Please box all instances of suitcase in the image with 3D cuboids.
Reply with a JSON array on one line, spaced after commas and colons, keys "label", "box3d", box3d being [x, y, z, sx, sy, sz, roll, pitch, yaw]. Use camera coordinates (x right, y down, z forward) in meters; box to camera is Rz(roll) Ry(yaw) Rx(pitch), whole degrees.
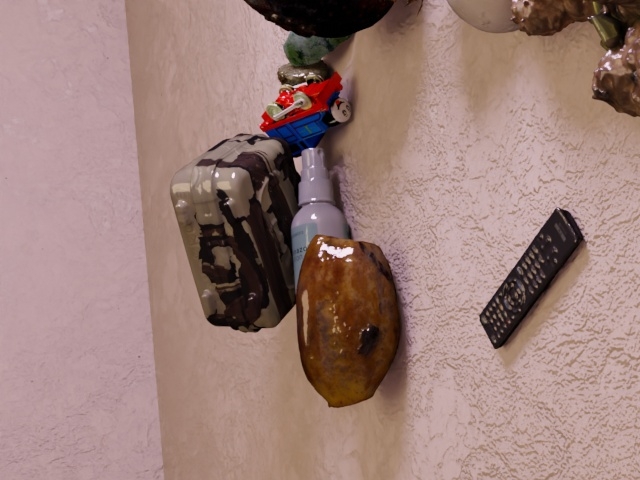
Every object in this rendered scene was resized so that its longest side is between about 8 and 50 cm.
[{"label": "suitcase", "box3d": [-0.135, -0.027, 2.005, 0.339, 0.194, 0.351, -47, -50, -56]}]

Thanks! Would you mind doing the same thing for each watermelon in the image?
[{"label": "watermelon", "box3d": [-0.011, -0.421, 1.988, 0.187, 0.071, 0.139, -21, 48, 43]}]

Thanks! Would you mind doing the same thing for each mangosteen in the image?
[{"label": "mangosteen", "box3d": [-0.002, -0.492, 1.701, 0.330, 0.330, 0.330, -179, 90, -67]}]

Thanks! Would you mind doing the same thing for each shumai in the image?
[{"label": "shumai", "box3d": [-0.033, -0.309, 2.059, 0.124, 0.099, 0.087, -118, 17, -66]}]

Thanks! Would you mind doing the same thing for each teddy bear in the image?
[{"label": "teddy bear", "box3d": [0.305, -0.218, 1.077, 0.296, 0.246, 0.222, 9, 64, 33]}]

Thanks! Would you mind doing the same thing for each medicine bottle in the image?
[{"label": "medicine bottle", "box3d": [0.000, 0.000, 1.928, 0.110, 0.110, 0.351, 146, 121, -63]}]

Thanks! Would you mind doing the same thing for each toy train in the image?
[{"label": "toy train", "box3d": [-0.024, -0.244, 1.987, 0.204, 0.131, 0.082, -13, 36, 51]}]

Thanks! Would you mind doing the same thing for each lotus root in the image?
[{"label": "lotus root", "box3d": [0.050, 0.139, 1.749, 0.193, 0.193, 0.291, 168, 105, -67]}]

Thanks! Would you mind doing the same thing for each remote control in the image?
[{"label": "remote control", "box3d": [0.277, 0.056, 1.372, 0.245, 0.025, 0.063, 117, 145, -45]}]

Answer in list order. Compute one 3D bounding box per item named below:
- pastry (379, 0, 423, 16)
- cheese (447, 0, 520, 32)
[{"label": "pastry", "box3d": [0.124, -0.466, 1.449, 0.193, 0.275, 0.274, -35, -44, -65]}, {"label": "cheese", "box3d": [0.239, -0.351, 1.296, 0.154, 0.189, 0.198, 51, 148, 8]}]
